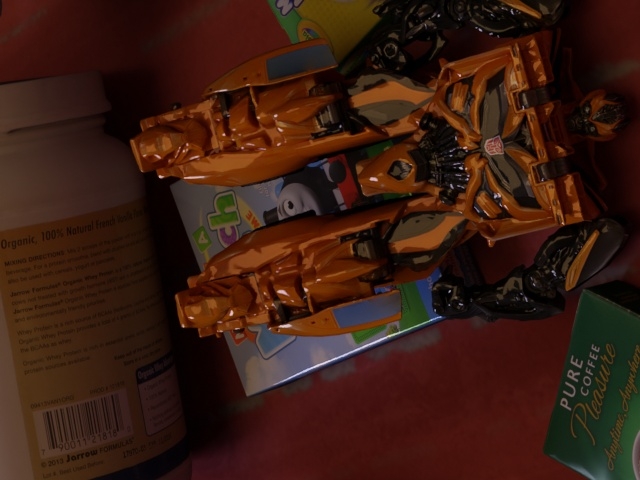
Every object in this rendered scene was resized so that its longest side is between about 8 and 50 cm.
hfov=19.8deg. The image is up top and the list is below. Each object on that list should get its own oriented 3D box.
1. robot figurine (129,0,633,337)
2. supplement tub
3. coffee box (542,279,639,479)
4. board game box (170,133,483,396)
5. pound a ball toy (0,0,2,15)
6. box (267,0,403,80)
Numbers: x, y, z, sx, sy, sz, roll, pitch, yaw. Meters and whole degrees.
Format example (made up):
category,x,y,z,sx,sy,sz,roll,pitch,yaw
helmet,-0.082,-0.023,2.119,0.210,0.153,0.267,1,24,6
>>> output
category,x,y,z,sx,sy,sz,roll,pitch,yaw
robot figurine,0.039,-0.038,1.075,0.291,0.085,0.211,-15,94,28
supplement tub,-0.225,0.048,1.305,0.228,0.228,0.316,-2,99,45
coffee box,0.215,0.107,1.018,0.184,0.040,0.113,26,118,37
board game box,0.000,0.000,1.205,0.211,0.039,0.160,-26,82,46
pound a ball toy,-0.272,-0.222,1.283,0.135,0.319,0.208,29,133,-15
box,0.021,-0.176,1.135,0.179,0.043,0.105,-45,69,43
